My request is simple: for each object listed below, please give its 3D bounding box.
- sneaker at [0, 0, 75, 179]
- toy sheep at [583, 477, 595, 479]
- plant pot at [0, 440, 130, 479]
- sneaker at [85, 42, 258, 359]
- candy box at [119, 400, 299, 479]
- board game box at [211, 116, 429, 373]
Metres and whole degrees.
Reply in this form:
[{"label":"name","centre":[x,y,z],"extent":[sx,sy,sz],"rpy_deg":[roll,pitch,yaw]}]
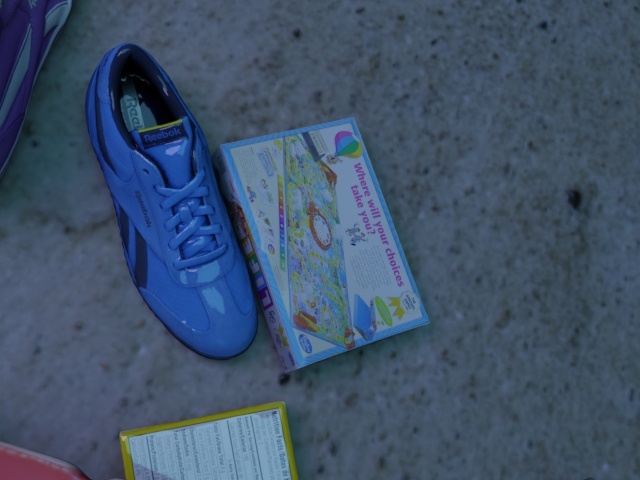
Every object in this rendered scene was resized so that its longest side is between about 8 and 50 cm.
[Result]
[{"label":"sneaker","centre":[-0.200,-0.164,0.519],"extent":[0.102,0.161,0.282],"rpy_deg":[7,74,-12]},{"label":"toy sheep","centre":[0.203,0.214,0.570],"extent":[0.091,0.091,0.132],"rpy_deg":[-34,87,-20]},{"label":"plant pot","centre":[-0.125,0.228,0.388],"extent":[0.275,0.275,0.243],"rpy_deg":[21,70,-9]},{"label":"sneaker","centre":[-0.094,-0.024,0.554],"extent":[0.069,0.082,0.209],"rpy_deg":[-21,84,-21]},{"label":"candy box","centre":[-0.055,0.209,0.534],"extent":[0.105,0.027,0.205],"rpy_deg":[-7,79,-17]},{"label":"board game box","centre":[0.000,0.000,0.594],"extent":[0.104,0.026,0.154],"rpy_deg":[-15,81,-26]}]
